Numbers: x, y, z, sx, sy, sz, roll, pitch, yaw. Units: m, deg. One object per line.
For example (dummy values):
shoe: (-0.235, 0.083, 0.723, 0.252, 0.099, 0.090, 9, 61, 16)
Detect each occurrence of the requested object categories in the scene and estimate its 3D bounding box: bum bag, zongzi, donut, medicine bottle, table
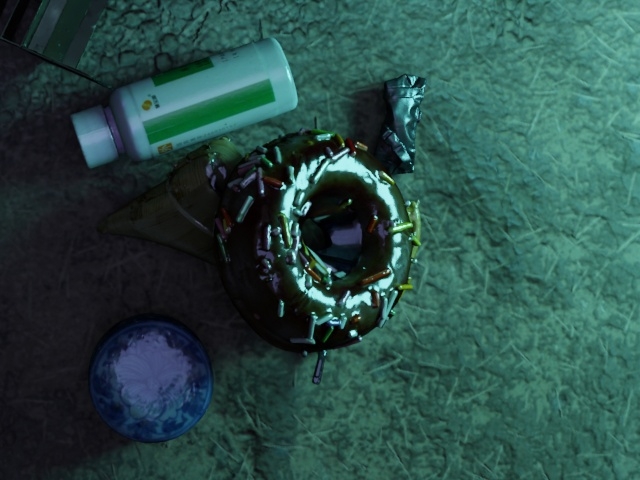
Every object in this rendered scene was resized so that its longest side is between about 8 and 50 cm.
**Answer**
bum bag: (0.096, -0.141, 1.859, 0.058, 0.034, 0.124, 8, 93, -18)
zongzi: (-0.141, -0.004, 1.813, 0.197, 0.099, 0.194, -32, 109, 18)
donut: (0.000, 0.000, 1.747, 0.269, 0.103, 0.270, 3, 85, -36)
medicine bottle: (-0.161, -0.157, 1.791, 0.260, 0.095, 0.095, -20, 96, -9)
table: (-0.293, -0.277, 1.775, 0.175, 0.062, 0.146, 25, 89, 23)

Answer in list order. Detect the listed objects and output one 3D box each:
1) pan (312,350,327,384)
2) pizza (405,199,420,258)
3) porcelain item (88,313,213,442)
pan: (0.005, 0.119, 1.865, 0.068, 0.023, 0.115, 14, 88, -10)
pizza: (0.085, 0.008, 1.869, 0.100, 0.029, 0.099, -15, 96, -7)
porcelain item: (-0.199, 0.162, 1.793, 0.147, 0.114, 0.147, 0, 92, -9)
